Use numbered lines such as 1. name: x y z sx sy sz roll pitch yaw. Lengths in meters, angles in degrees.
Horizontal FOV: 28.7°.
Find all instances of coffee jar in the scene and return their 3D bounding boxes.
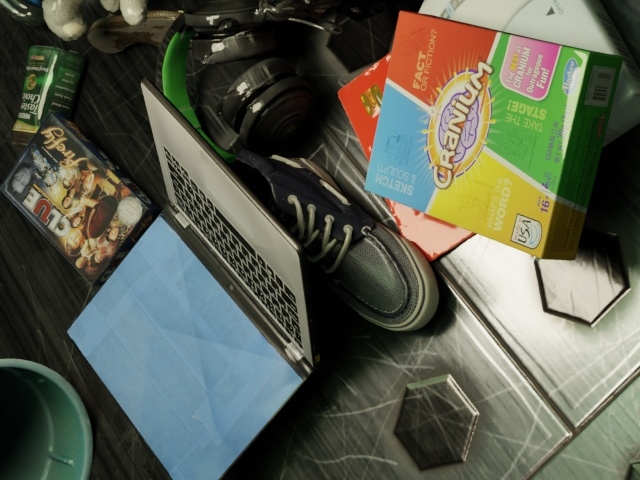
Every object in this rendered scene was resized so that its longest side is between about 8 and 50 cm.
1. coffee jar: -0.461 -0.231 2.105 0.096 0.079 0.184 9 88 37

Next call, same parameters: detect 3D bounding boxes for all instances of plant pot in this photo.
1. plant pot: -0.596 0.321 1.968 0.334 0.341 0.341 11 88 45

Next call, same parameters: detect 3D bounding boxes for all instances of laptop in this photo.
1. laptop: -0.202 0.074 1.698 0.236 0.408 0.382 -31 55 -19

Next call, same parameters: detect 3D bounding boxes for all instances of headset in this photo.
1. headset: -0.117 -0.241 1.758 0.394 0.185 0.243 -31 82 44

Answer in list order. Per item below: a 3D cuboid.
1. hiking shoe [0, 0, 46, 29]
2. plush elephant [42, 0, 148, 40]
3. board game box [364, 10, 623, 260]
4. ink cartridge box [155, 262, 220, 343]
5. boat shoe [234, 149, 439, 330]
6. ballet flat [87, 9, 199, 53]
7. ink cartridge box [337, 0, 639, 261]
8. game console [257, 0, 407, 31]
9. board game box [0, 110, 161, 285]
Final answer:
1. hiking shoe: -0.526 -0.509 2.183 0.132 0.113 0.304 -38 62 26
2. plush elephant: -0.274 -0.419 1.807 0.255 0.272 0.330 33 78 25
3. board game box: 0.198 -0.135 1.516 0.316 0.064 0.242 24 107 48
4. ink cartridge box: -0.205 0.127 1.860 0.181 0.061 0.104 44 107 34
5. boat shoe: 0.000 0.000 1.663 0.340 0.158 0.127 42 111 37
6. ballet flat: -0.275 -0.343 1.999 0.250 0.084 0.058 1 58 40
7. ink cartridge box: 0.196 -0.193 1.607 0.385 0.091 0.308 -35 63 25
8. game console: 0.021 -0.394 1.784 0.361 0.044 0.213 -13 58 43
9. board game box: -0.388 -0.068 2.006 0.243 0.042 0.165 43 108 17
